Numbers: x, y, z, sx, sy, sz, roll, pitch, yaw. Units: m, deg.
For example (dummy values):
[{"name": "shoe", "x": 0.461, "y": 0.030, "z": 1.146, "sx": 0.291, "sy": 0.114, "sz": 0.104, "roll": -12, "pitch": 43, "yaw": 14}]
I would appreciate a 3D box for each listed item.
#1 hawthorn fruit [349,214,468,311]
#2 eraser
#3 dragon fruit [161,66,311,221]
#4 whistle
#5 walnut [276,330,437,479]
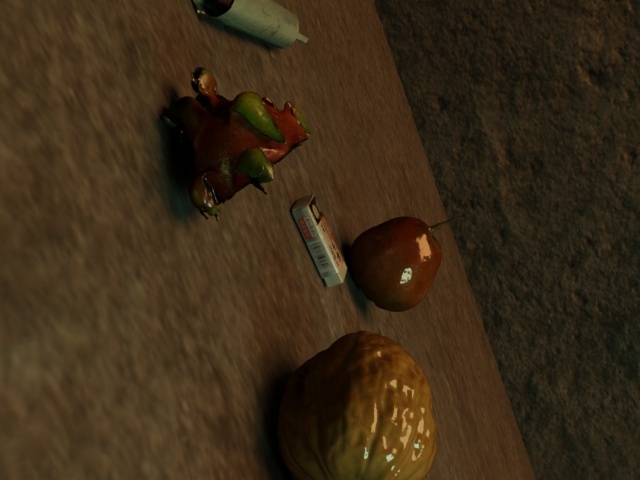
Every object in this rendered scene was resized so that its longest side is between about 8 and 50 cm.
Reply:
[{"name": "hawthorn fruit", "x": 0.124, "y": 0.017, "z": 1.047, "sx": 0.189, "sy": 0.149, "sz": 0.149, "roll": -65, "pitch": 157, "yaw": 0}, {"name": "eraser", "x": 0.000, "y": 0.000, "z": 0.903, "sx": 0.052, "sy": 0.029, "sz": 0.122, "roll": -66, "pitch": 135, "yaw": -65}, {"name": "dragon fruit", "x": -0.087, "y": -0.090, "z": 0.619, "sx": 0.175, "sy": 0.138, "sz": 0.142, "roll": 46, "pitch": -31, "yaw": 17}, {"name": "whistle", "x": -0.086, "y": -0.314, "z": 0.924, "sx": 0.312, "sy": 0.062, "sz": 0.062, "roll": -27, "pitch": 98, "yaw": -72}, {"name": "walnut", "x": 0.037, "y": 0.171, "z": 0.640, "sx": 0.184, "sy": 0.155, "sz": 0.155, "roll": -76, "pitch": 143, "yaw": -60}]
